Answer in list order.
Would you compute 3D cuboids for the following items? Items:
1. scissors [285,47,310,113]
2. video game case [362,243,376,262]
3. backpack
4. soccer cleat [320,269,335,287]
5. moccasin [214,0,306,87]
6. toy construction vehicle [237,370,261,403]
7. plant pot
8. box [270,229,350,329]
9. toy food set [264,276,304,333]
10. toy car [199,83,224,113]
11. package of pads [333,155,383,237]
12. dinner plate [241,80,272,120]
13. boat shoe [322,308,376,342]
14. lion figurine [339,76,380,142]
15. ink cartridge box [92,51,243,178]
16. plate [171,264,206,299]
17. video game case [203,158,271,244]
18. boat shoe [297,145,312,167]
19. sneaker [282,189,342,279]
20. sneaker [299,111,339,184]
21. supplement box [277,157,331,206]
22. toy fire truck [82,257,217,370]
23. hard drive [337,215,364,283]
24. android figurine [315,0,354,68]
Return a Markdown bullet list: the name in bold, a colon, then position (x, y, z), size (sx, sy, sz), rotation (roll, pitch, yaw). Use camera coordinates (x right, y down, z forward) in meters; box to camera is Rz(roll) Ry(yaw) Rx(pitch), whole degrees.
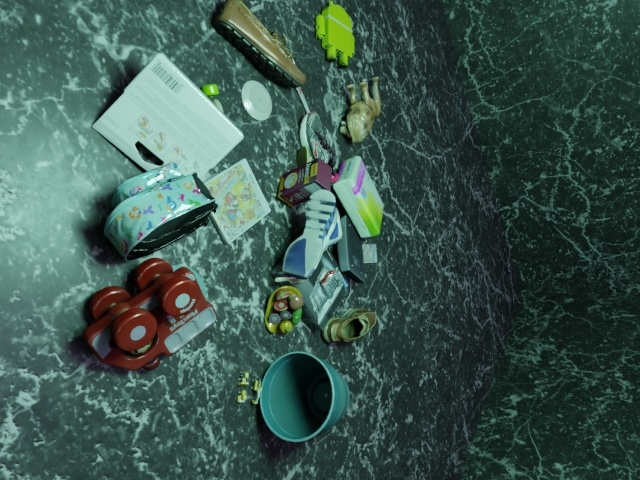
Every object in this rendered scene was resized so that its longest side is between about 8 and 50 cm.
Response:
- **scissors**: position (-0.085, -0.613, 1.672), size (0.297, 0.021, 0.109), rotation (51, 49, -31)
- **video game case**: position (0.222, 0.060, 1.964), size (0.122, 0.011, 0.087), rotation (0, 86, -49)
- **backpack**: position (-0.422, -0.067, 1.081), size (0.191, 0.225, 0.253), rotation (50, 53, -5)
- **soccer cleat**: position (0.030, 0.144, 1.605), size (0.083, 0.029, 0.036), rotation (-47, 130, -37)
- **moccasin**: position (-0.189, -0.681, 1.479), size (0.380, 0.139, 0.147), rotation (32, 79, -33)
- **toy construction vehicle**: position (-0.230, 0.481, 1.381), size (0.085, 0.035, 0.098), rotation (26, 67, -44)
- **plant pot**: position (-0.027, 0.537, 1.457), size (0.255, 0.271, 0.272), rotation (38, 57, -57)
- **box**: position (-0.028, 0.147, 1.616), size (0.242, 0.076, 0.308), rotation (-52, 124, -38)
- **toy food set**: position (-0.114, 0.233, 1.458), size (0.128, 0.071, 0.218), rotation (7, 103, -26)
- **toy car**: position (-0.387, -0.363, 1.247), size (0.188, 0.149, 0.155), rotation (-17, 108, -23)
- **package of pads**: position (0.170, -0.190, 1.824), size (0.297, 0.101, 0.229), rotation (59, 29, -28)
- **dinner plate**: position (-0.222, -0.501, 1.509), size (0.141, 0.017, 0.141), rotation (5, 83, -47)
- **boat shoe**: position (0.145, 0.362, 1.760), size (0.324, 0.119, 0.123), rotation (-8, 92, -49)
- **lion figurine**: position (0.212, -0.605, 1.929), size (0.392, 0.142, 0.240), rotation (-41, 124, -48)
- **ink cartridge box**: position (-0.407, -0.306, 1.160), size (0.261, 0.066, 0.296), rotation (-42, 121, 8)
- **plate**: position (-0.406, 0.165, 1.222), size (0.188, 0.024, 0.188), rotation (8, 79, -49)
- **video game case**: position (-0.280, -0.132, 1.395), size (0.227, 0.026, 0.206), rotation (-44, 118, -42)
- **boat shoe**: position (-0.054, -0.289, 1.650), size (0.048, 0.056, 0.153), rotation (-14, 100, -50)
- **sneaker**: position (0.000, -0.001, 1.494), size (0.182, 0.127, 0.316), rotation (39, 71, -61)
- **sneaker**: position (0.004, -0.362, 1.682), size (0.120, 0.112, 0.299), rotation (-22, 102, -48)
- **supplement box**: position (-0.057, -0.207, 1.524), size (0.080, 0.188, 0.104), rotation (33, 52, -41)
- **toy fire truck**: position (-0.424, 0.212, 1.092), size (0.302, 0.169, 0.254), rotation (-39, 135, -30)
- **hard drive**: position (0.126, 0.041, 1.766), size (0.172, 0.054, 0.255), rotation (41, 40, -50)
- **android figurine**: position (0.071, -0.907, 1.856), size (0.248, 0.056, 0.273), rotation (1, 86, -49)
